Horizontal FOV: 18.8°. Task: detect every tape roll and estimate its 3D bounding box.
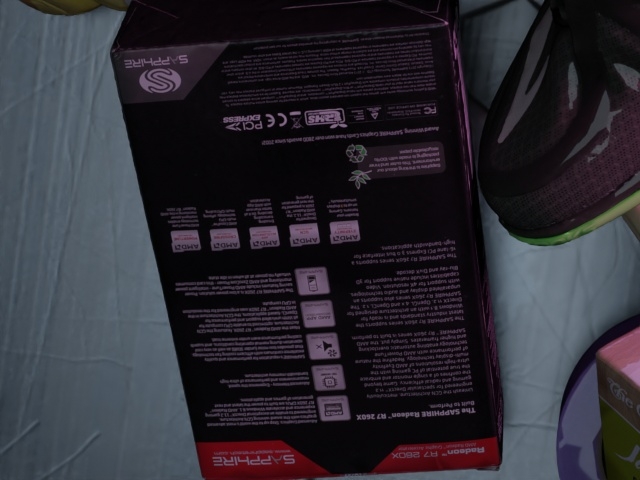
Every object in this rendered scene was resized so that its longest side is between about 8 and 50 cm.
[{"bbox_3d":[0.269,0.147,1.427,0.189,0.080,0.189,1,98,8],"label":"tape roll"}]

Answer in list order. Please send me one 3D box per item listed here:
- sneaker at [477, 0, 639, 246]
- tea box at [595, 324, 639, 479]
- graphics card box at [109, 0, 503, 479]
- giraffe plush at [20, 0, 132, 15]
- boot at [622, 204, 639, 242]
[{"bbox_3d":[0.203,-0.222,1.253,0.202,0.185,0.483,9,115,-32],"label":"sneaker"},{"bbox_3d":[0.374,0.153,1.213,0.329,0.220,0.323,-29,136,-18],"label":"tea box"},{"bbox_3d":[0.000,0.000,1.375,0.233,0.094,0.371,-4,122,10],"label":"graphics card box"},{"bbox_3d":[-0.157,-0.261,1.406,0.210,0.181,0.170,17,79,16],"label":"giraffe plush"},{"bbox_3d":[0.340,-0.027,1.378,0.262,0.095,0.203,-24,69,-15],"label":"boot"}]
